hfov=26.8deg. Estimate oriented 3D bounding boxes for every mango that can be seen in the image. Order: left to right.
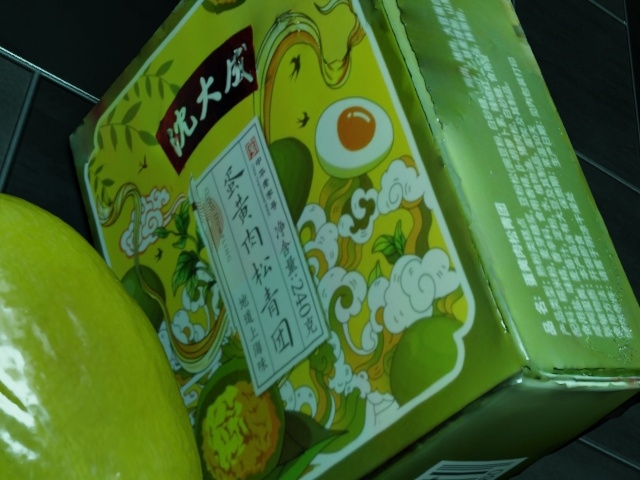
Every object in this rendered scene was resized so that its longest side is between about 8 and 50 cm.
[{"bbox_3d":[-0.181,0.111,0.877,0.195,0.142,0.331,-39,95,-38],"label":"mango"}]

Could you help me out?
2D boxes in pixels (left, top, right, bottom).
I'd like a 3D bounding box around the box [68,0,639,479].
[{"bbox_3d":[0.000,0.000,0.939,0.138,0.373,0.420,4,57,-38],"label":"box"}]
